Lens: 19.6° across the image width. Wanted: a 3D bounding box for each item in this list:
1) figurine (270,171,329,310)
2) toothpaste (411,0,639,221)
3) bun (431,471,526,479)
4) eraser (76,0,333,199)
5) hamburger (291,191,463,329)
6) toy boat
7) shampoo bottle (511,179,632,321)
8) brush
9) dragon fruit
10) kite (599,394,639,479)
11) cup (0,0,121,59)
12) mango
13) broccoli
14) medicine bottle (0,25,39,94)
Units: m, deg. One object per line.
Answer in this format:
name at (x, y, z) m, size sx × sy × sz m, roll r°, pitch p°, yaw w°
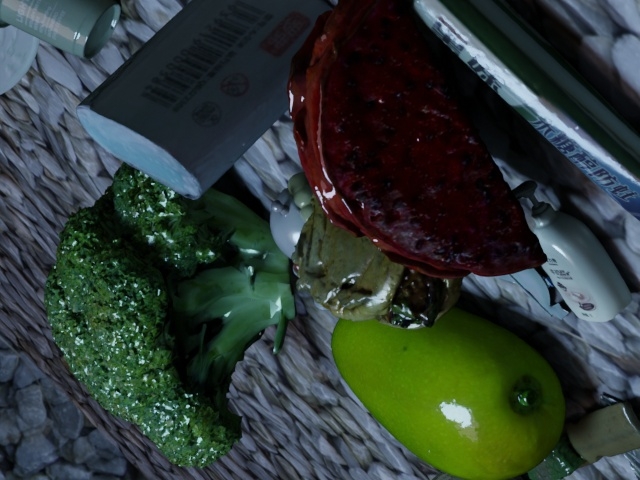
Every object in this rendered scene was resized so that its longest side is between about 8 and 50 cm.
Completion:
figurine at (0.001, -0.001, 2.094) m, size 0.147 × 0.093 × 0.197 m, roll 59°, pitch 178°, yaw 37°
toothpaste at (0.200, -0.112, 1.546) m, size 0.392 × 0.061 × 0.099 m, roll 45°, pitch 167°, yaw 4°
bun at (0.199, 0.326, 2.257) m, size 0.173 × 0.113 × 0.166 m, roll 7°, pitch -177°, yaw 36°
eraser at (-0.104, -0.160, 1.805) m, size 0.174 × 0.227 × 0.081 m, roll 28°, pitch 155°, yaw 37°
hamburger at (0.077, -0.005, 1.853) m, size 0.130 × 0.183 × 0.206 m, roll 11°, pitch 178°, yaw -38°
toy boat at (0.187, 0.024, 1.851) m, size 0.149 × 0.034 × 0.105 m, roll 42°, pitch 161°, yaw 15°
shampoo bottle at (0.229, 0.006, 1.728) m, size 0.152 × 0.045 × 0.077 m, roll 57°, pitch 158°, yaw -20°
brush at (0.281, 0.221, 2.004) m, size 0.054 × 0.048 × 0.282 m, roll 52°, pitch 159°, yaw 3°
dragon fruit at (0.050, -0.091, 1.675) m, size 0.317 × 0.152 × 0.205 m, roll 57°, pitch 180°, yaw -23°
kite at (0.361, 0.258, 1.974) m, size 0.141 × 0.015 × 0.245 m, roll 33°, pitch 155°, yaw 37°
cup at (-0.310, -0.278, 2.160) m, size 0.141 × 0.120 × 0.120 m, roll 31°, pitch 156°, yaw 12°
mango at (0.129, 0.156, 2.038) m, size 0.343 × 0.156 × 0.192 m, roll 25°, pitch 142°, yaw 52°
broccoli at (-0.185, 0.079, 2.310) m, size 0.321 × 0.310 × 0.413 m, roll -17°, pitch 80°, yaw 60°
medicine bottle at (-0.506, -0.306, 2.388) m, size 0.293 × 0.170 × 0.170 m, roll 35°, pitch 156°, yaw 30°
